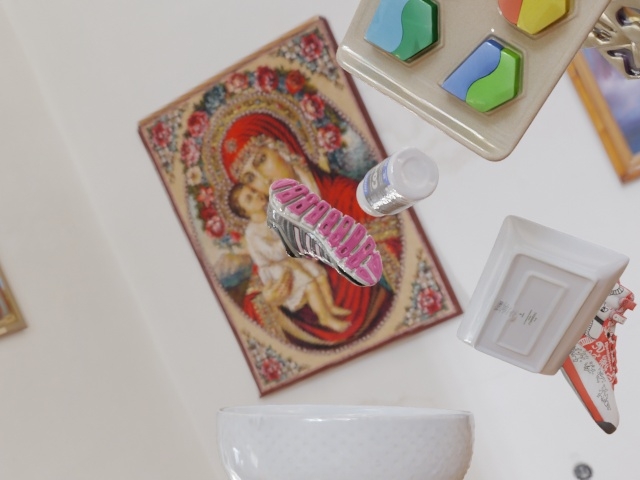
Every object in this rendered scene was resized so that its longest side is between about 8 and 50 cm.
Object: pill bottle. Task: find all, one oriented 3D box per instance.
[{"bbox_3d":[0.107,-0.080,1.071,0.078,0.078,0.137,-24,-2,-23],"label":"pill bottle"}]

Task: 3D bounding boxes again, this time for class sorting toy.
[{"bbox_3d":[0.128,-0.198,0.634,0.038,0.193,0.208,-35,-23,-59],"label":"sorting toy"}]

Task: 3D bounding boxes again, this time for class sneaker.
[{"bbox_3d":[0.416,0.149,1.096,0.145,0.270,0.090,-32,6,8],"label":"sneaker"},{"bbox_3d":[0.000,0.000,0.896,0.063,0.170,0.075,-47,-7,-38],"label":"sneaker"}]

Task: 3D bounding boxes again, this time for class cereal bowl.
[{"bbox_3d":[0.031,0.289,0.962,0.338,0.141,0.339,2,-10,0],"label":"cereal bowl"}]

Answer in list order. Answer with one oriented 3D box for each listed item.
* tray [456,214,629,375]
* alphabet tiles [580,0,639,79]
[{"bbox_3d":[0.262,0.086,0.920,0.270,0.145,0.030,97,-161,-51],"label":"tray"},{"bbox_3d":[0.234,-0.257,0.666,0.011,0.342,0.285,-56,20,-3],"label":"alphabet tiles"}]
